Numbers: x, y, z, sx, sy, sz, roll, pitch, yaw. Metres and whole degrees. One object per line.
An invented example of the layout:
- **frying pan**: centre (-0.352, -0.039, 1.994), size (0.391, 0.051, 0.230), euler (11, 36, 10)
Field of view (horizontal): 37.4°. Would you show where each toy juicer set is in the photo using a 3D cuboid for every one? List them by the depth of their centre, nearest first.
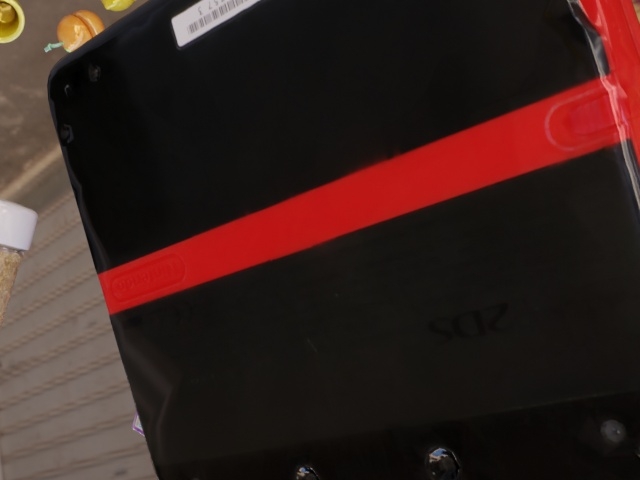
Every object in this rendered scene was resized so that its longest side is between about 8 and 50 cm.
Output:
- **toy juicer set**: centre (-0.351, -0.417, 1.349), size (0.209, 0.329, 0.089), euler (17, -161, -16)

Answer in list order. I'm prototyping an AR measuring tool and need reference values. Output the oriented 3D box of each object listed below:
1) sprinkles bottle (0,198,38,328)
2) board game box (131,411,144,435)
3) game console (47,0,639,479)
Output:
- **sprinkles bottle**: centre (-0.435, 0.119, 1.091), size (0.121, 0.355, 0.121), euler (15, 175, 1)
- **board game box**: centre (-0.109, 0.238, 1.281), size (0.144, 0.142, 0.275), euler (13, -177, -45)
- **game console**: centre (0.008, -0.004, 0.529), size (0.386, 0.342, 0.060), euler (-19, 175, 39)
